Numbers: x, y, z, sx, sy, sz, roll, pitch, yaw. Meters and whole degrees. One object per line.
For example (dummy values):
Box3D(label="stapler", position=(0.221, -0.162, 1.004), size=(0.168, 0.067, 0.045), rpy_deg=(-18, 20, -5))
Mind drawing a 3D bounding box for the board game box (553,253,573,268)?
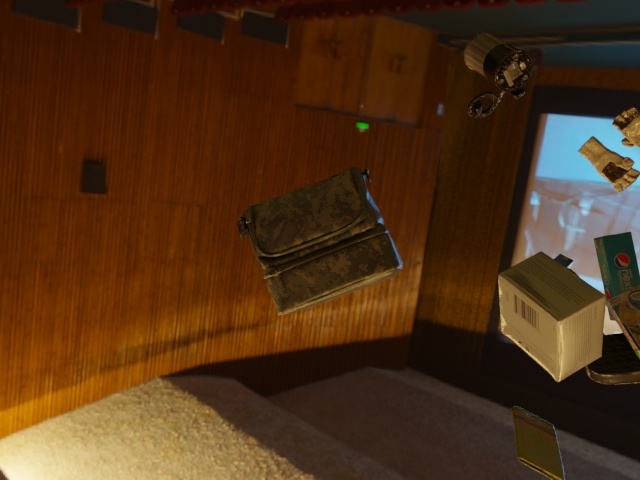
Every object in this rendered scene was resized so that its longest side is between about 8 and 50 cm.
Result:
Box3D(label="board game box", position=(0.625, 0.146, 1.747), size=(0.047, 0.160, 0.210), rpy_deg=(31, -142, 29))

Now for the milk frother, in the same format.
Box3D(label="milk frother", position=(0.339, -0.338, 1.279), size=(0.143, 0.129, 0.135), rpy_deg=(-23, -143, -4))

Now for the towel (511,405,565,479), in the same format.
Box3D(label="towel", position=(0.462, 0.433, 1.335), size=(0.102, 0.021, 0.237), rpy_deg=(26, -164, 9))

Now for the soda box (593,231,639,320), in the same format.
Box3D(label="soda box", position=(0.733, 0.089, 1.519), size=(0.071, 0.210, 0.067), rpy_deg=(-10, 175, 6))

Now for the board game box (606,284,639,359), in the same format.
Box3D(label="board game box", position=(0.718, 0.140, 1.284), size=(0.201, 0.136, 0.035), rpy_deg=(-28, 162, 4))

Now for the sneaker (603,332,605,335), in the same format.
Box3D(label="sneaker", position=(0.875, 0.353, 1.985), size=(0.081, 0.094, 0.208), rpy_deg=(5, -135, -31))

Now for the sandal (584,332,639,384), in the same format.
Box3D(label="sandal", position=(0.851, 0.278, 1.440), size=(0.446, 0.107, 0.167), rpy_deg=(-7, -144, 28))

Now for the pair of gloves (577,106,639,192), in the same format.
Box3D(label="pair of gloves", position=(0.955, -0.282, 1.937), size=(0.204, 0.240, 0.042), rpy_deg=(46, -134, 3))

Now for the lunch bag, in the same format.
Box3D(label="lunch bag", position=(0.000, 0.000, 1.358), size=(0.305, 0.256, 0.212), rpy_deg=(-21, 172, 9))

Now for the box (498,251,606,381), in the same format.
Box3D(label="box", position=(0.469, 0.152, 1.271), size=(0.119, 0.182, 0.181), rpy_deg=(-25, -143, -13))
